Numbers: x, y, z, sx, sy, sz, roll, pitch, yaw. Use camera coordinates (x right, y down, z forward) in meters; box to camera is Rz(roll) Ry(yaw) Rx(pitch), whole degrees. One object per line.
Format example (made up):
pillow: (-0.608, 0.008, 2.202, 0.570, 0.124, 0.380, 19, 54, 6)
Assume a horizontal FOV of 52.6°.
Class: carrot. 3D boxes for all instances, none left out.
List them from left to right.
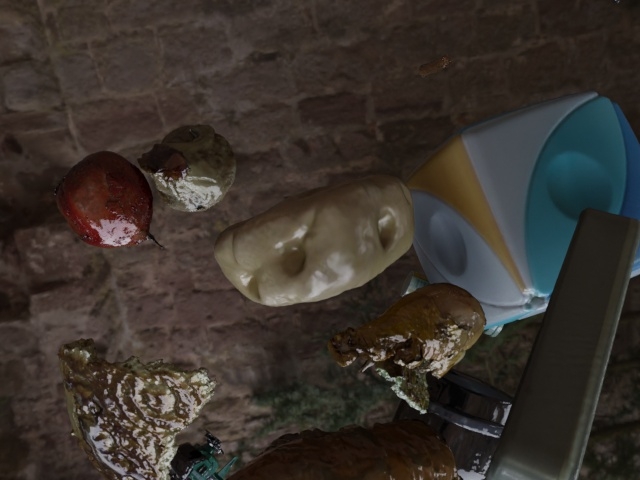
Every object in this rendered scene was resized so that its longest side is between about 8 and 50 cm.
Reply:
carrot: (0.013, 0.192, 0.514, 0.102, 0.101, 0.263, 4, 172, 40)

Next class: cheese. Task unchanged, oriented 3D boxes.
cheese: (0.000, 0.000, 0.733, 0.235, 0.117, 0.218, -22, -175, -1)

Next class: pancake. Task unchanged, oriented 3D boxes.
pancake: (-0.222, 0.219, 0.831, 0.245, 0.266, 0.057, -23, -160, 20)
pancake: (0.182, 0.222, 1.203, 0.054, 0.197, 0.377, -12, 178, 25)

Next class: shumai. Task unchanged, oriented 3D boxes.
shumai: (-0.286, -0.161, 1.389, 0.202, 0.201, 0.120, -9, 180, 5)

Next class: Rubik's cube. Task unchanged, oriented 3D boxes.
Rubik's cube: (0.391, -0.041, 1.233, 0.352, 0.347, 0.352, -17, 169, -19)

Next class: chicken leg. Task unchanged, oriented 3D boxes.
chicken leg: (0.101, 0.112, 0.755, 0.208, 0.101, 0.085, -12, -140, -31)

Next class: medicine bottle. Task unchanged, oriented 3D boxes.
medicine bottle: (0.283, 0.132, 1.379, 0.218, 0.073, 0.074, 23, -163, -3)

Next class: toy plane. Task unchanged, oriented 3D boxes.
toy plane: (-0.291, 0.558, 1.598, 0.106, 0.381, 0.155, 33, -112, 24)

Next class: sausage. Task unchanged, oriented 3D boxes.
sausage: (0.225, -0.344, 1.273, 0.026, 0.026, 0.116, -13, -173, -12)

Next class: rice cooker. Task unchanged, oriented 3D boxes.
rice cooker: (0.280, 0.399, 1.381, 0.267, 0.224, 0.267, 22, -178, -1)

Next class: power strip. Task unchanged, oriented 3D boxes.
power strip: (0.201, 0.120, 0.550, 0.059, 0.193, 0.265, 19, -124, 20)

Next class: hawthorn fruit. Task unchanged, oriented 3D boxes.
hawthorn fruit: (-0.403, -0.064, 1.286, 0.181, 0.235, 0.181, -48, -175, 5)

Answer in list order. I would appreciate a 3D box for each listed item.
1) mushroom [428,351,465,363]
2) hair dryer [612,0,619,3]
mushroom: (0.288, 0.240, 1.586, 0.154, 0.122, 0.154, 25, -166, -7)
hair dryer: (0.407, -0.472, 0.925, 0.128, 0.255, 0.070, -4, -177, -14)
